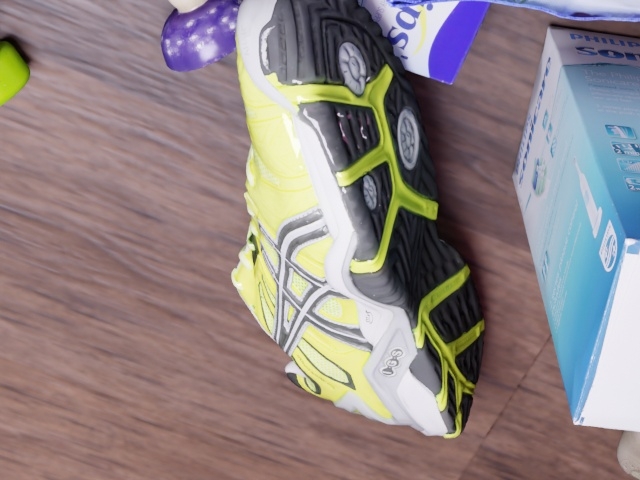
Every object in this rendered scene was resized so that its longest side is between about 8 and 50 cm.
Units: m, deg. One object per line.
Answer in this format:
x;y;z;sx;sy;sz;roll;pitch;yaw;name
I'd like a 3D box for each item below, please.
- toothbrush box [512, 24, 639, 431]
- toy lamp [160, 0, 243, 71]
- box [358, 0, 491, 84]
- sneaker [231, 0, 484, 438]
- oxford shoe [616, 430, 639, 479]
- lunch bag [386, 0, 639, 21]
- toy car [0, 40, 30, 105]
0.249;-0.010;0.901;0.216;0.295;0.126;7;121;-5;toothbrush box
-0.127;-0.237;0.894;0.080;0.080;0.275;-21;121;12;toy lamp
0.045;-0.187;0.925;0.137;0.072;0.126;18;119;-11;box
0.000;0.000;0.962;0.147;0.145;0.385;1;135;22;sneaker
0.397;0.162;1.127;0.348;0.123;0.130;14;145;-10;oxford shoe
0.195;-0.276;0.745;0.328;0.239;0.385;1;138;-17;lunch bag
-0.287;-0.104;0.904;0.149;0.188;0.155;-27;117;15;toy car
